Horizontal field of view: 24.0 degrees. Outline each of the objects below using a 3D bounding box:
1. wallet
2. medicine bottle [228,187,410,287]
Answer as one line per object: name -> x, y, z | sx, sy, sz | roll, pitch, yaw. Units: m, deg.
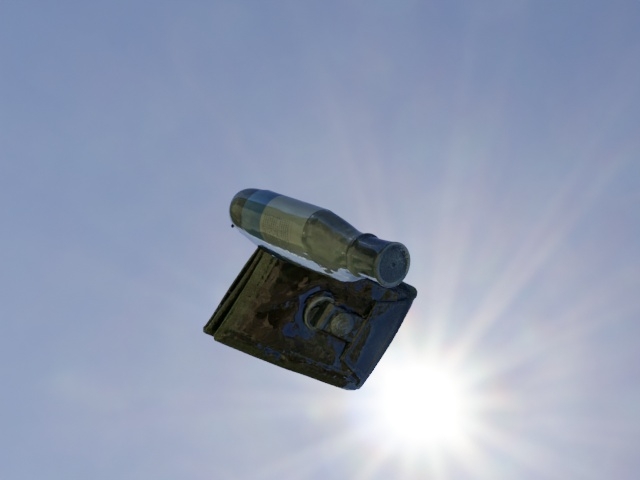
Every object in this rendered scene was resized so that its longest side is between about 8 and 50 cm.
wallet -> -0.006, 0.087, 1.807 | 0.160, 0.236, 0.055 | -58, -141, 11
medicine bottle -> 0.000, 0.000, 1.409 | 0.208, 0.054, 0.090 | 18, -18, 49
